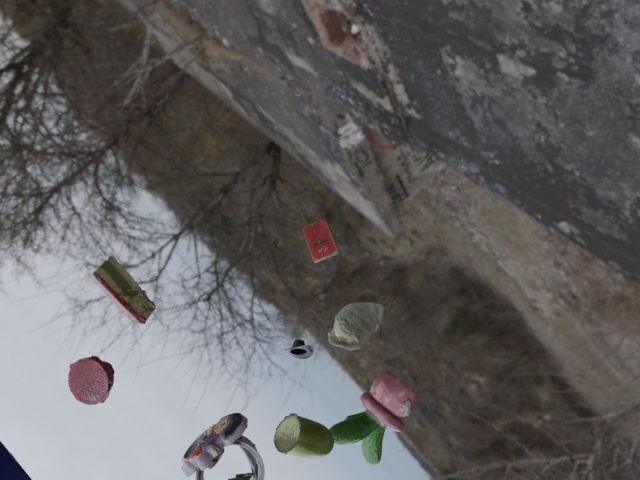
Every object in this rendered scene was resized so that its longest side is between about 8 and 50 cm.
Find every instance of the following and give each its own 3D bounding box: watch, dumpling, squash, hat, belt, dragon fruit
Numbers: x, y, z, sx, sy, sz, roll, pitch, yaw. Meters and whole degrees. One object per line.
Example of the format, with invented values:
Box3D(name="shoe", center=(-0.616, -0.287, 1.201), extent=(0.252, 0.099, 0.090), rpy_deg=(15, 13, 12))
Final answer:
Box3D(name="watch", center=(-0.262, 0.658, 1.792), extent=(0.231, 0.244, 0.196), rpy_deg=(49, 170, -5))
Box3D(name="dumpling", center=(0.111, 0.264, 1.830), extent=(0.092, 0.177, 0.150), rpy_deg=(94, 164, -48))
Box3D(name="squash", center=(-0.037, 0.598, 1.832), extent=(0.187, 0.123, 0.123), rpy_deg=(28, -170, -36))
Box3D(name="hat", center=(-0.077, 0.389, 2.214), extent=(0.121, 0.121, 0.050), rpy_deg=(55, -150, -52))
Box3D(name="belt", center=(-0.968, 0.706, 1.835), extent=(0.347, 0.117, 0.212), rpy_deg=(41, 144, 13))
Box3D(name="dragon fruit", center=(-0.677, 0.416, 1.863), extent=(0.153, 0.153, 0.111), rpy_deg=(50, -162, 5))

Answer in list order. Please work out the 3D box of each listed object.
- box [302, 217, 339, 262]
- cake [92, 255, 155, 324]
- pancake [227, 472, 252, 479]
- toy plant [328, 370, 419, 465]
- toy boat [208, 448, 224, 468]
Box3D(name="box", center=(0.000, 0.000, 2.077), extent=(0.023, 0.090, 0.133), rpy_deg=(43, -154, -67))
Box3D(name="cake", center=(-0.592, 0.149, 1.800), extent=(0.117, 0.086, 0.220), rpy_deg=(-6, 130, 48))
Box3D(name="pancake", center=(-0.275, 0.777, 1.960), extent=(0.190, 0.184, 0.020), rpy_deg=(131, 127, -70))
Box3D(name="toy plant", center=(0.212, 0.690, 2.417), extent=(0.317, 0.356, 0.211), rpy_deg=(43, 178, -37))
Box3D(name="toy boat", center=(-0.428, 0.880, 2.500), extent=(0.047, 0.149, 0.049), rpy_deg=(27, -153, 3))
